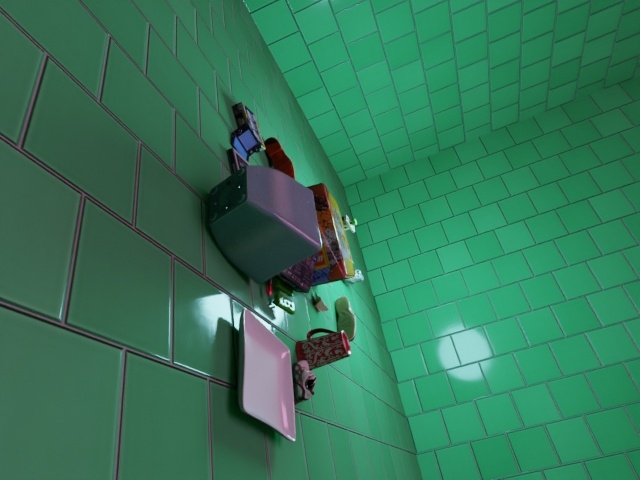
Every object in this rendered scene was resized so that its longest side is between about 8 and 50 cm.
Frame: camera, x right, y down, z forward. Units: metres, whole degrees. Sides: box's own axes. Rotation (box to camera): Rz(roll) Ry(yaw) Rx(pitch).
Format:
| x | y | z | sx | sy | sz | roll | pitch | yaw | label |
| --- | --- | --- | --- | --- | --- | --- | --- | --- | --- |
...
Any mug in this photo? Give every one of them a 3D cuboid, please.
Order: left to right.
| x | y | z | sx | sy | sz | roll | pitch | yaw | label |
| --- | --- | --- | --- | --- | --- | --- | --- | --- | --- |
| 0.009 | 0.367 | 1.527 | 0.113 | 0.170 | 0.150 | 47 | 26 | -61 | mug |

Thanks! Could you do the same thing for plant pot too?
| x | y | z | sx | sy | sz | roll | pitch | yaw | label |
| --- | --- | --- | --- | --- | --- | --- | --- | --- | --- |
| -0.181 | -0.067 | 1.253 | 0.252 | 0.248 | 0.246 | 37 | 32 | -42 | plant pot |

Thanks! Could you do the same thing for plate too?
| x | y | z | sx | sy | sz | roll | pitch | yaw | label |
| --- | --- | --- | --- | --- | --- | --- | --- | --- | --- |
| -0.148 | 0.357 | 1.142 | 0.277 | 0.045 | 0.277 | 56 | 19 | -45 | plate |

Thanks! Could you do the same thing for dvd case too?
| x | y | z | sx | sy | sz | roll | pitch | yaw | label |
| --- | --- | --- | --- | --- | --- | --- | --- | --- | --- |
| -0.262 | -0.193 | 1.563 | 0.179 | 0.030 | 0.238 | 42 | 31 | -67 | dvd case |

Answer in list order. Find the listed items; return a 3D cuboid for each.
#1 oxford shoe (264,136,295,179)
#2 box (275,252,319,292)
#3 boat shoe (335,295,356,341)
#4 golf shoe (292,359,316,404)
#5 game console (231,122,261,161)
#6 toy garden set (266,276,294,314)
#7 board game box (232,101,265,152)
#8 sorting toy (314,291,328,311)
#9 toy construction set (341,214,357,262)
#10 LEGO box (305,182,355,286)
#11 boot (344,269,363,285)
| x | y | z | sx | sy | sz | roll | pitch | yaw | label |
| --- | --- | --- | --- | --- | --- | --- | --- | --- | --- |
| -0.175 | -0.351 | 2.020 | 0.098 | 0.097 | 0.271 | 49 | 19 | -72 | oxford shoe |
| -0.090 | 0.054 | 1.466 | 0.232 | 0.059 | 0.183 | 45 | 54 | -54 | box |
| 0.139 | 0.408 | 2.211 | 0.092 | 0.103 | 0.285 | 56 | 12 | -35 | boat shoe |
| -0.046 | 0.440 | 1.368 | 0.186 | 0.086 | 0.067 | -82 | 149 | -68 | golf shoe |
| -0.282 | -0.365 | 1.660 | 0.071 | 0.107 | 0.122 | 42 | -13 | 45 | game console |
| -0.164 | 0.111 | 1.468 | 0.204 | 0.049 | 0.244 | 46 | 32 | -53 | toy garden set |
| -0.296 | -0.467 | 1.806 | 0.141 | 0.048 | 0.170 | 29 | 42 | -75 | board game box |
| -0.005 | 0.270 | 1.939 | 0.083 | 0.045 | 0.075 | 58 | 9 | -43 | sorting toy |
| 0.109 | 0.004 | 2.391 | 0.257 | 0.238 | 0.308 | -84 | 152 | -64 | toy construction set |
| 0.000 | 0.000 | 1.850 | 0.500 | 0.193 | 0.371 | 29 | 48 | -80 | LEGO box |
| 0.187 | 0.204 | 2.691 | 0.258 | 0.124 | 0.095 | 46 | 26 | -62 | boot |
